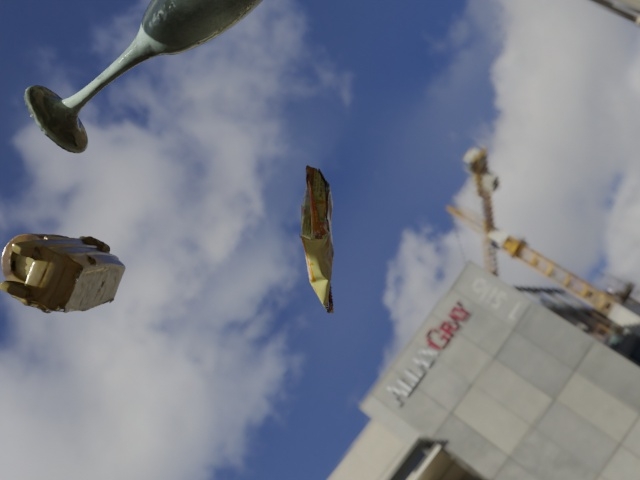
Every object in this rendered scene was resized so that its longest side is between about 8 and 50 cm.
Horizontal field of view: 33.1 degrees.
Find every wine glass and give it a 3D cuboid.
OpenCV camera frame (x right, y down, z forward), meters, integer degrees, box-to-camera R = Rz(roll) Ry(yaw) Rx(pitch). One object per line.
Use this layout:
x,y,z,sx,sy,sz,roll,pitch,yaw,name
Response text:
-0.218,-0.225,1.129,0.309,0.096,0.264,-35,-12,17,wine glass

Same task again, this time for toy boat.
-0.345,0.037,1.431,0.310,0.115,0.089,-17,-51,-85,toy boat

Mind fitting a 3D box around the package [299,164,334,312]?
0.000,-0.002,1.127,0.031,0.108,0.121,-5,-47,5,package
